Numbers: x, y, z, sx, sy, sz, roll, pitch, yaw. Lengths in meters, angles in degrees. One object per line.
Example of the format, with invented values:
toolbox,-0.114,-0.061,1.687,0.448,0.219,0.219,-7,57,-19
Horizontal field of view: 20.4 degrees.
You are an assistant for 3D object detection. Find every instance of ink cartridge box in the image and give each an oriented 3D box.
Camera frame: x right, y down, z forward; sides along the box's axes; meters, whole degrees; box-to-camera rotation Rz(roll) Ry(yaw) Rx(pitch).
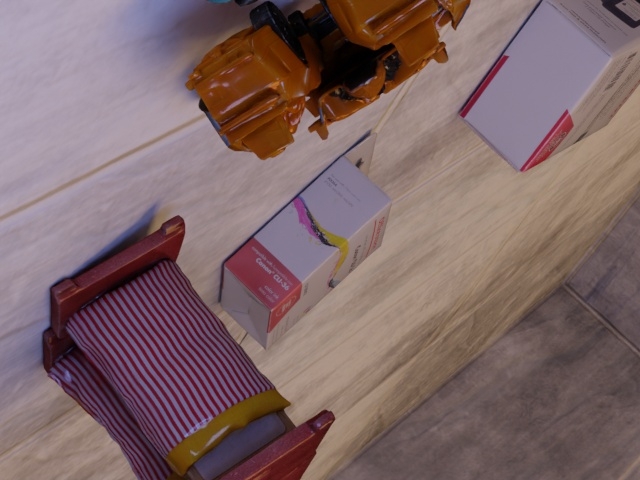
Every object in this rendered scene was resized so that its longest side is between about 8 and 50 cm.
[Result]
ink cartridge box,0.000,0.000,1.652,0.198,0.067,0.115,-43,167,-18
ink cartridge box,0.279,-0.190,1.920,0.237,0.100,0.172,-28,158,-54

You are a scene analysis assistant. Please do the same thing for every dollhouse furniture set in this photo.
dollhouse furniture set,-0.198,0.177,1.267,0.374,0.201,0.152,-34,164,-25

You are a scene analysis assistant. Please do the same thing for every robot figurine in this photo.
robot figurine,0.011,-0.121,1.122,0.211,0.085,0.291,-32,-179,10

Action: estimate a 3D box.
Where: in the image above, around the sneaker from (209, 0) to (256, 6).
sneaker,-0.023,-0.186,0.903,0.121,0.108,0.302,-47,164,24
